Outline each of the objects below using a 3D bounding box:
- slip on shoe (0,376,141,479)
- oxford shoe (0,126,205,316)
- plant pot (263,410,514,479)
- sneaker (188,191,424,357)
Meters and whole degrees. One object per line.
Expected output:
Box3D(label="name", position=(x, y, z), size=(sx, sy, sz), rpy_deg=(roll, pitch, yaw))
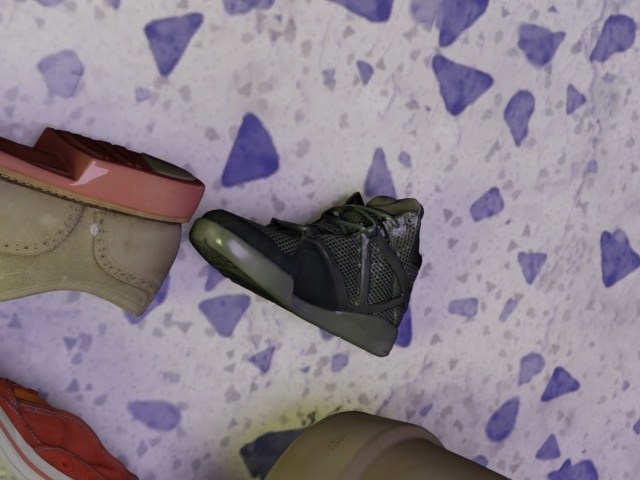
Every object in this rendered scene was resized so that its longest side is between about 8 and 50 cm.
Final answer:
Box3D(label="slip on shoe", position=(-0.237, 0.142, 0.663), size=(0.123, 0.101, 0.331), rpy_deg=(-37, 122, 11))
Box3D(label="oxford shoe", position=(-0.244, -0.017, 0.607), size=(0.348, 0.123, 0.130), rpy_deg=(12, 102, -30))
Box3D(label="plant pot", position=(0.121, 0.309, 0.733), size=(0.323, 0.280, 0.323), rpy_deg=(-4, 95, -58))
Box3D(label="sneaker", position=(0.000, 0.000, 0.763), size=(0.228, 0.087, 0.130), rpy_deg=(28, 85, -39))
